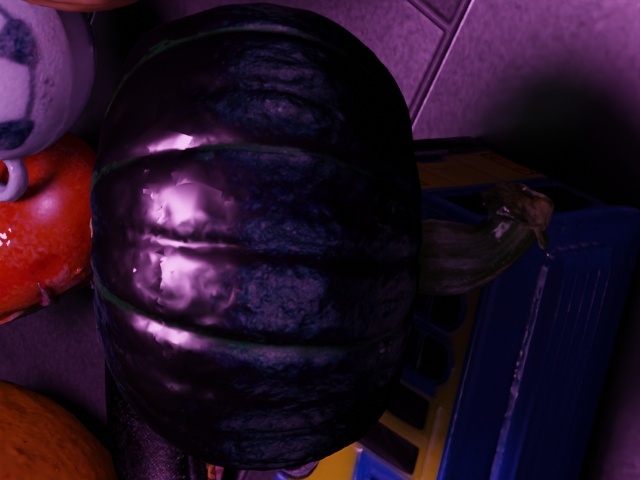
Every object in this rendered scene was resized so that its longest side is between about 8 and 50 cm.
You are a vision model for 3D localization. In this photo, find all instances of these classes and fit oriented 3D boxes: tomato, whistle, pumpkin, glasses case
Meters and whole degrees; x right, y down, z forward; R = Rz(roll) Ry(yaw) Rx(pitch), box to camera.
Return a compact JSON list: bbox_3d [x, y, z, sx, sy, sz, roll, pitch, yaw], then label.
[{"bbox_3d":[-0.236,-0.016,1.392,0.167,0.167,0.167,9,102,45],"label":"tomato"},{"bbox_3d":[-0.240,-0.165,1.267,0.163,0.163,0.290,16,116,43],"label":"whistle"},{"bbox_3d":[0.000,0.000,0.933,0.248,0.248,0.248,9,102,45],"label":"pumpkin"},{"bbox_3d":[-0.117,0.078,1.347,0.103,0.067,0.267,12,104,43],"label":"glasses case"}]

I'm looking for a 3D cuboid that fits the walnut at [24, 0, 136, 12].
[{"bbox_3d":[-0.129,-0.324,1.098,0.383,0.383,0.383,9,102,45],"label":"walnut"}]

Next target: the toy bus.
[{"bbox_3d":[0.075,0.092,1.103,0.175,0.138,0.288,28,115,41],"label":"toy bus"}]

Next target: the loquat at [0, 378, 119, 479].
[{"bbox_3d":[-0.287,0.246,1.415,0.284,0.276,0.276,55,130,32],"label":"loquat"}]
